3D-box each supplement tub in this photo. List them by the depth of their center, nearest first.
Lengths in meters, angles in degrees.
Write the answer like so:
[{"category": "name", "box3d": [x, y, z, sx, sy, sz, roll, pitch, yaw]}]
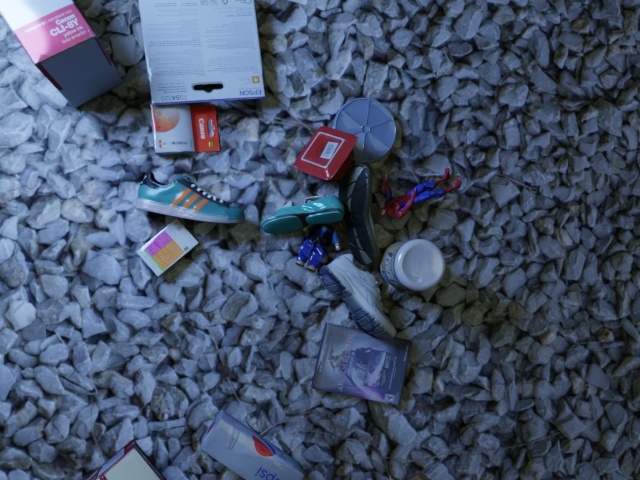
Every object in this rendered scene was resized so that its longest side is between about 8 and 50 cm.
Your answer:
[{"category": "supplement tub", "box3d": [0.257, 0.072, 1.326, 0.144, 0.200, 0.144, 1, 86, -10]}]

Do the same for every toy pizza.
[{"category": "toy pizza", "box3d": [0.136, -0.339, 1.416, 0.201, 0.032, 0.201, 0, 88, -9]}]

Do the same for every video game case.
[{"category": "video game case", "box3d": [0.126, 0.371, 1.376, 0.274, 0.026, 0.196, 14, 84, -9]}]

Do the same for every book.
[{"category": "book", "box3d": [-0.432, 0.019, 1.299, 0.144, 0.035, 0.096, -42, 91, -10]}]

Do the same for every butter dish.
[{"category": "butter dish", "box3d": [0.032, -0.237, 1.356, 0.160, 0.118, 0.160, 26, 79, 37]}]

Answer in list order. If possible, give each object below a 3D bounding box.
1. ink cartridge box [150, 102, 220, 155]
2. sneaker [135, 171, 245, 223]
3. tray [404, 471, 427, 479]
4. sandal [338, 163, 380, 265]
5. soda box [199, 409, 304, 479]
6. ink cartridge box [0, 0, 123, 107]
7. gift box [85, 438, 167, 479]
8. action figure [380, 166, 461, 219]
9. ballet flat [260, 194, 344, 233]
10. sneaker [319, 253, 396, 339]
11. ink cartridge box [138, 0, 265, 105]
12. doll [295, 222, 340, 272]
[{"category": "ink cartridge box", "box3d": [-0.389, -0.324, 1.321, 0.179, 0.045, 0.145, -7, 88, -7]}, {"category": "sneaker", "box3d": [-0.355, -0.118, 1.281, 0.302, 0.108, 0.121, 11, 89, -7]}, {"category": "tray", "box3d": [0.297, 0.927, 1.348, 0.203, 0.076, 0.411, -23, 90, -10]}, {"category": "sandal", "box3d": [0.128, -0.077, 1.361, 0.086, 0.120, 0.302, -22, 111, -39]}, {"category": "soda box", "box3d": [-0.189, 0.599, 1.275, 0.286, 0.091, 0.098, 38, 81, -6]}, {"category": "ink cartridge box", "box3d": [-0.704, -0.580, 1.162, 0.160, 0.279, 0.384, -34, 93, -11]}, {"category": "gift box", "box3d": [-0.472, 0.675, 1.150, 0.255, 0.276, 0.258, -39, 90, -23]}, {"category": "action figure", "box3d": [0.286, -0.158, 1.379, 0.280, 0.139, 0.091, -29, 51, -8]}, {"category": "ballet flat", "box3d": [-0.053, -0.081, 1.343, 0.247, 0.083, 0.087, -11, 53, 5]}, {"category": "sneaker", "box3d": [0.132, 0.163, 1.345, 0.129, 0.111, 0.297, -40, 94, -31]}, {"category": "ink cartridge box", "box3d": [-0.339, -0.555, 1.331, 0.324, 0.071, 0.330, -6, 91, -11]}, {"category": "doll", "box3d": [0.000, 0.000, 1.365, 0.129, 0.046, 0.189, 25, 77, 2]}]
